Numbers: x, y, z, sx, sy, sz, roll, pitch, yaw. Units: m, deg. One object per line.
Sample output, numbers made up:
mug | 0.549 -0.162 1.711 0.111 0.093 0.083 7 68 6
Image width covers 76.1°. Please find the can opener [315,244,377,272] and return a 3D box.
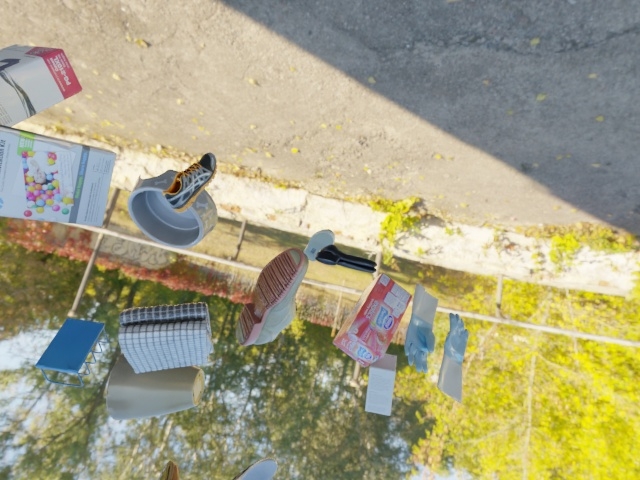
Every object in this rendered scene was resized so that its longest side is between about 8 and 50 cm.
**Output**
can opener | 0.079 0.063 1.228 0.186 0.073 0.059 15 145 8

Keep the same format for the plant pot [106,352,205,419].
plant pot | -0.576 0.528 1.492 0.274 0.256 0.256 4 166 3

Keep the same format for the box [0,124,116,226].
box | -0.470 -0.107 0.711 0.186 0.145 0.038 8 -168 -43

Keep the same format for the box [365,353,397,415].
box | 0.218 0.510 1.470 0.091 0.170 0.130 7 -170 12

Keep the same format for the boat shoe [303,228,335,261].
boat shoe | 0.001 0.001 1.493 0.079 0.081 0.227 34 149 -5

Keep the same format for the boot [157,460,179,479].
boot | -0.440 0.899 1.373 0.220 0.283 0.109 24 124 -34

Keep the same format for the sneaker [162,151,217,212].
sneaker | -0.396 -0.189 1.253 0.084 0.215 0.083 19 161 38

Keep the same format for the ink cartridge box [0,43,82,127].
ink cartridge box | -0.675 -0.324 0.867 0.172 0.237 0.100 15 137 22

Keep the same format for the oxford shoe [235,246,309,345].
oxford shoe | -0.133 0.184 1.325 0.146 0.397 0.140 13 -146 -38

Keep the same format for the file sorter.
file sorter | -0.745 0.343 1.248 0.118 0.170 0.104 9 131 -2

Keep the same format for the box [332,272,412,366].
box | 0.196 0.287 1.499 0.154 0.300 0.142 37 141 0

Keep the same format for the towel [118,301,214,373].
towel | -0.437 0.279 1.194 0.235 0.121 0.283 -4 148 -14

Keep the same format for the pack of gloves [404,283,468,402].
pack of gloves | 0.299 0.240 0.998 0.195 0.232 0.046 35 139 -14

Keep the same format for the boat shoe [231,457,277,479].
boat shoe | -0.255 0.873 1.519 0.080 0.228 0.076 48 -178 -9

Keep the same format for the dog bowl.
dog bowl | -0.583 -0.110 1.596 0.349 0.102 0.348 8 135 8
